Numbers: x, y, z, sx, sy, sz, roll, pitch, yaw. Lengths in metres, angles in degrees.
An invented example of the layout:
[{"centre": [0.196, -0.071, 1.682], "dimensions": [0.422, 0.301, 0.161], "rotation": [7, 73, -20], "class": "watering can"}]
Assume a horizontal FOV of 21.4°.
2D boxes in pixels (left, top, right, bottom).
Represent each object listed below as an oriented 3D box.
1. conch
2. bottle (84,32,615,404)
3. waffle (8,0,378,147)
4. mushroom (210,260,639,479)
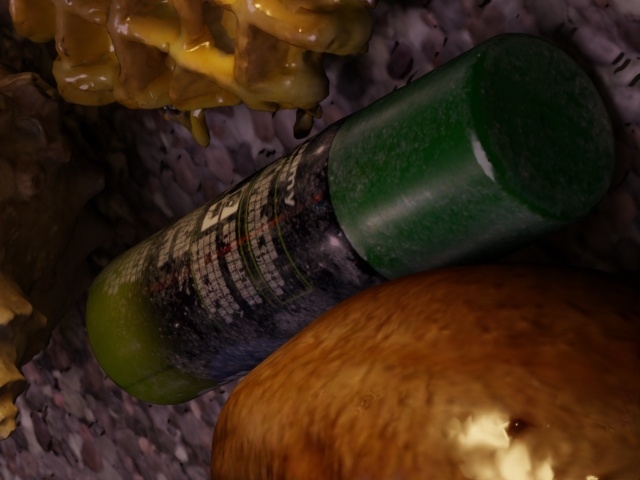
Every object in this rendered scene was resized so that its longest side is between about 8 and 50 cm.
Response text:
[{"centre": [-0.228, -0.015, 0.982], "dimensions": [0.297, 0.210, 0.352], "rotation": [87, 168, -55], "class": "conch"}, {"centre": [0.000, 0.000, 0.830], "dimensions": [0.330, 0.093, 0.093], "rotation": [-28, 92, 50], "class": "bottle"}, {"centre": [-0.082, -0.185, 0.815], "dimensions": [0.329, 0.062, 0.329], "rotation": [20, 120, 39], "class": "waffle"}, {"centre": [0.082, 0.117, 0.733], "dimensions": [0.263, 0.195, 0.283], "rotation": [20, 142, -17], "class": "mushroom"}]
